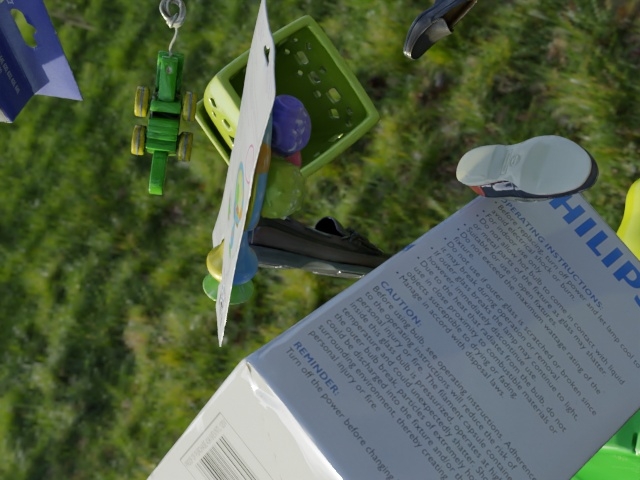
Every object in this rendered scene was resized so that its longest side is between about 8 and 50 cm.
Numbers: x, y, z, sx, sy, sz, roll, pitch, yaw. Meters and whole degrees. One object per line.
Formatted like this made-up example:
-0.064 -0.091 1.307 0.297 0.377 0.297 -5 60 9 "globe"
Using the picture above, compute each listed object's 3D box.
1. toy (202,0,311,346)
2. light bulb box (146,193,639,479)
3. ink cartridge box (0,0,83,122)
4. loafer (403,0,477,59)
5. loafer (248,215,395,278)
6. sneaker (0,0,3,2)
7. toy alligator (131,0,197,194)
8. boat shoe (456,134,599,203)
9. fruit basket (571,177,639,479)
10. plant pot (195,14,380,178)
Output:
-0.042 -0.046 0.775 0.137 0.056 0.237 -99 23 -48 "toy"
0.081 0.159 0.925 0.225 0.361 0.358 51 146 9 "light bulb box"
-0.476 -0.251 1.237 0.303 0.307 0.072 86 -164 -65 "ink cartridge box"
0.217 -0.397 1.865 0.170 0.062 0.061 -53 54 17 "loafer"
0.000 0.000 1.433 0.109 0.303 0.095 2 85 48 "loafer"
-0.221 -0.297 0.890 0.302 0.121 0.108 -54 -15 -17 "sneaker"
-0.145 -0.139 0.968 0.051 0.056 0.189 -104 21 -70 "toy alligator"
0.164 -0.050 0.788 0.137 0.043 0.049 4 68 57 "boat shoe"
0.426 0.104 1.180 0.392 0.283 0.392 -28 40 27 "fruit basket"
-0.074 -0.218 1.777 0.227 0.228 0.207 -39 8 -28 "plant pot"
